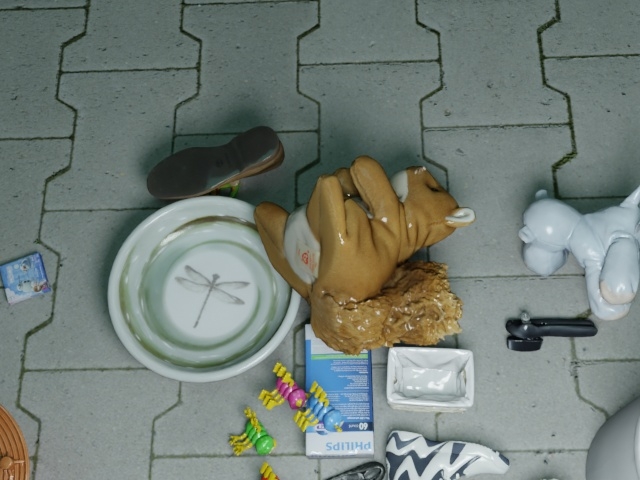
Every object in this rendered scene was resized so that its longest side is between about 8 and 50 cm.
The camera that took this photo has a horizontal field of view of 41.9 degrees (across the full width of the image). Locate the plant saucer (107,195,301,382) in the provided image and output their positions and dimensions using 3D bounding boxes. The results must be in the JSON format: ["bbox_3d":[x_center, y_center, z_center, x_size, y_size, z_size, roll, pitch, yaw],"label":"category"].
[{"bbox_3d":[-0.234,0.106,1.738,0.401,0.100,0.400,-1,68,3],"label":"plant saucer"}]

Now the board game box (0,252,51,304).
[{"bbox_3d":[-0.641,0.083,1.810,0.090,0.020,0.090,-21,70,-4],"label":"board game box"}]

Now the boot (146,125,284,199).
[{"bbox_3d":[-0.221,-0.148,1.803,0.305,0.115,0.112,-17,73,6],"label":"boot"}]

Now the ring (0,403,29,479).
[{"bbox_3d":[-0.662,0.408,1.407,0.337,0.032,0.336,-1,69,3],"label":"ring"}]

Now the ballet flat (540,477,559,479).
[{"bbox_3d":[0.303,0.570,1.513,0.409,0.147,0.147,-38,72,-12],"label":"ballet flat"}]

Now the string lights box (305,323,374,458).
[{"bbox_3d":[0.037,0.299,1.662,0.134,0.076,0.259,-1,69,3],"label":"string lights box"}]

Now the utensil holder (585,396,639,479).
[{"bbox_3d":[0.655,0.395,1.429,0.328,0.385,0.327,-1,69,3],"label":"utensil holder"}]

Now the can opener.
[{"bbox_3d":[0.469,0.180,1.705,0.186,0.073,0.059,-6,30,-2],"label":"can opener"}]

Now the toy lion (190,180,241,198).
[{"bbox_3d":[-0.238,-0.109,1.861,0.100,0.034,0.096,21,78,10],"label":"toy lion"}]

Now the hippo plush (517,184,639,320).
[{"bbox_3d":[0.509,0.016,1.655,0.237,0.294,0.234,12,48,16],"label":"hippo plush"}]

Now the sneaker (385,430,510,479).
[{"bbox_3d":[0.233,0.457,1.583,0.235,0.094,0.153,10,71,7],"label":"sneaker"}]

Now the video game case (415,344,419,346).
[{"bbox_3d":[0.178,0.153,1.746,0.122,0.011,0.087,33,75,14],"label":"video game case"}]

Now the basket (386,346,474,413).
[{"bbox_3d":[0.213,0.278,1.647,0.167,0.103,0.113,3,69,3],"label":"basket"}]

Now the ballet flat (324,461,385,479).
[{"bbox_3d":[0.045,0.473,1.609,0.173,0.049,0.057,-28,69,-7],"label":"ballet flat"}]

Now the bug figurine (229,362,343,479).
[{"bbox_3d":[-0.063,0.367,1.585,0.279,0.072,0.216,-59,43,15],"label":"bug figurine"}]

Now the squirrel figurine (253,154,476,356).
[{"bbox_3d":[0.130,0.027,1.650,0.371,0.281,0.396,-14,80,-34],"label":"squirrel figurine"}]
